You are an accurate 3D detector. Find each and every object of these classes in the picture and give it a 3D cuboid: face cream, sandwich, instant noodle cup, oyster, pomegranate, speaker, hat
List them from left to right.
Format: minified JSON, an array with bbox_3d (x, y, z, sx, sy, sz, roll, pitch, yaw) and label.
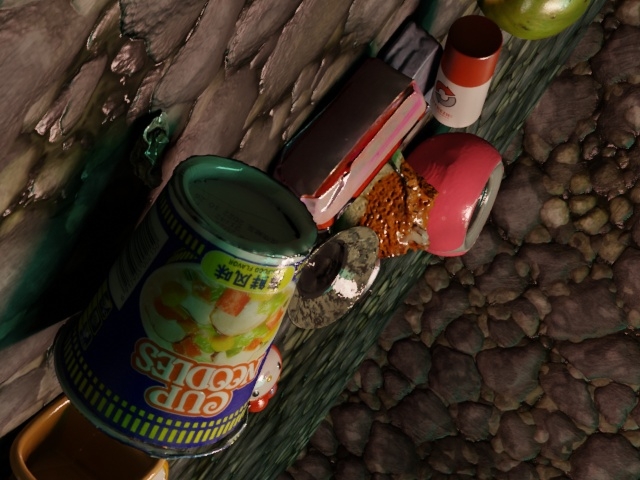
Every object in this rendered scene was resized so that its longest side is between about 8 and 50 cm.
[{"bbox_3d":[-0.204,-0.110,1.331,0.098,0.037,0.100,-67,169,-66],"label":"oyster"},{"bbox_3d":[-0.156,0.069,1.400,0.284,0.284,0.312,-32,156,-58],"label":"instant noodle cup"},{"bbox_3d":[-0.012,0.046,2.217,0.265,0.128,0.265,-38,148,-29],"label":"hat"},{"bbox_3d":[0.130,-0.073,2.264,0.109,0.212,0.292,-64,162,-53],"label":"sandwich"},{"bbox_3d":[0.302,-0.112,2.574,0.294,0.294,0.294,-49,167,-15],"label":"speaker"},{"bbox_3d":[0.254,-0.295,1.946,0.096,0.096,0.214,-47,165,-22],"label":"face cream"},{"bbox_3d":[0.336,-0.457,1.918,0.302,0.236,0.236,-18,152,-27],"label":"pomegranate"}]

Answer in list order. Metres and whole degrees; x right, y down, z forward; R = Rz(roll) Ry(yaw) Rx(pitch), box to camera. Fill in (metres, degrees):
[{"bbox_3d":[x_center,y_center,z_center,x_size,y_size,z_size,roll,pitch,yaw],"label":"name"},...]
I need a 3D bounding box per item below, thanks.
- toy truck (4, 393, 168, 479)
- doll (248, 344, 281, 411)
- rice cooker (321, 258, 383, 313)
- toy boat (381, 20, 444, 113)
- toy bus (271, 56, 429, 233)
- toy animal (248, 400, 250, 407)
[{"bbox_3d":[-0.355,0.362,1.685,0.288,0.204,0.211,-33,155,-52],"label":"toy truck"},{"bbox_3d":[-0.151,0.277,2.345,0.161,0.130,0.290,-53,155,-25],"label":"doll"},{"bbox_3d":[0.060,0.070,2.513,0.203,0.142,0.118,-52,180,16],"label":"rice cooker"},{"bbox_3d":[0.168,-0.300,2.012,0.127,0.078,0.283,-55,167,-4],"label":"toy boat"},{"bbox_3d":[0.043,-0.160,1.847,0.302,0.127,0.147,-49,162,-8],"label":"toy bus"},{"bbox_3d":[-0.218,0.266,2.020,0.070,0.203,0.105,-12,116,-74],"label":"toy animal"}]
